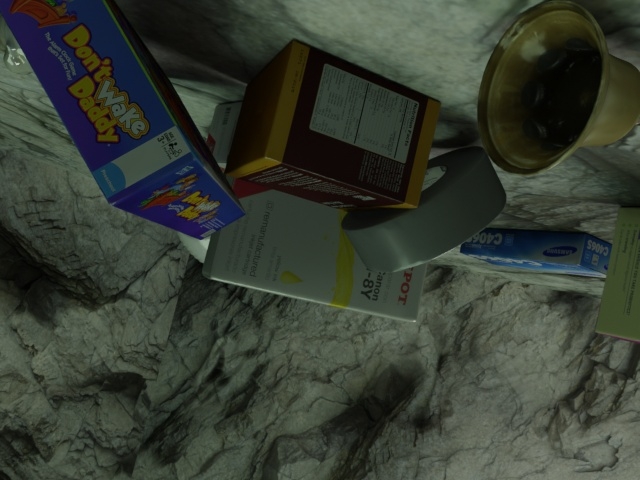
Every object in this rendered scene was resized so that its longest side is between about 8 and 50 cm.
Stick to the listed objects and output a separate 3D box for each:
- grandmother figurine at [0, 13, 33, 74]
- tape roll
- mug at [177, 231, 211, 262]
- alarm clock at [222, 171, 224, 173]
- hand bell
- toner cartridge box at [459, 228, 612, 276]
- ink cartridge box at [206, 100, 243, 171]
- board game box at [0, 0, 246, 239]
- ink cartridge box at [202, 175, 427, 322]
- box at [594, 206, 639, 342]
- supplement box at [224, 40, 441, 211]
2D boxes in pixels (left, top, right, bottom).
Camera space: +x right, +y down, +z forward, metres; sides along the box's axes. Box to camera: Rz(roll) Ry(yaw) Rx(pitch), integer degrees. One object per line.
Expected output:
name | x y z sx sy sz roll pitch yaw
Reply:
grandmother figurine | -0.441 -0.262 0.542 0.342 0.104 0.208 12 -156 -20
tape roll | 0.140 -0.045 0.728 0.072 0.219 0.219 58 162 -13
mug | -0.328 -0.079 1.622 0.374 0.276 0.328 44 179 17
alarm clock | -0.129 -0.155 1.096 0.192 0.064 0.129 18 174 -21
hand bell | 0.268 -0.109 0.433 0.242 0.126 0.126 1 180 -21
toner cartridge box | 0.539 0.028 1.314 0.165 0.075 0.348 15 175 -31
ink cartridge box | -0.113 -0.156 0.798 0.135 0.099 0.056 10 174 46
board game box | -0.192 -0.131 0.580 0.078 0.233 0.347 -30 177 -3
ink cartridge box | 0.007 -0.024 0.971 0.385 0.279 0.160 14 174 -17
box | 0.583 0.069 0.796 0.117 0.213 0.243 17 174 -37
supplement box | 0.007 -0.123 0.655 0.194 0.129 0.191 15 175 -22
